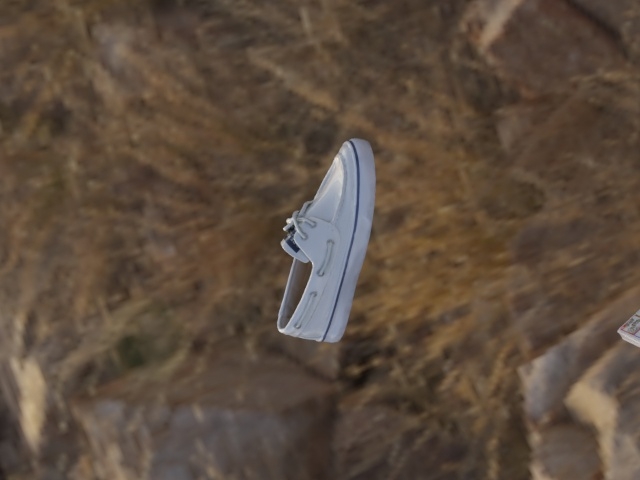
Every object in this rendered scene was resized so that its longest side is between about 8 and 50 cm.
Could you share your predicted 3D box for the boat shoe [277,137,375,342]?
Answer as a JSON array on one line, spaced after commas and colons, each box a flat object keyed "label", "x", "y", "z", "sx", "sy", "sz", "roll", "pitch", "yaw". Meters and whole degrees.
[{"label": "boat shoe", "x": 0.000, "y": 0.000, "z": 0.827, "sx": 0.035, "sy": 0.035, "sz": 0.100, "roll": -118, "pitch": 37, "yaw": -60}]

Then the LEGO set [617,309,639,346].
[{"label": "LEGO set", "x": 0.411, "y": 0.064, "z": 1.743, "sx": 0.060, "sy": 0.182, "sz": 0.244, "roll": 49, "pitch": 174, "yaw": -14}]
